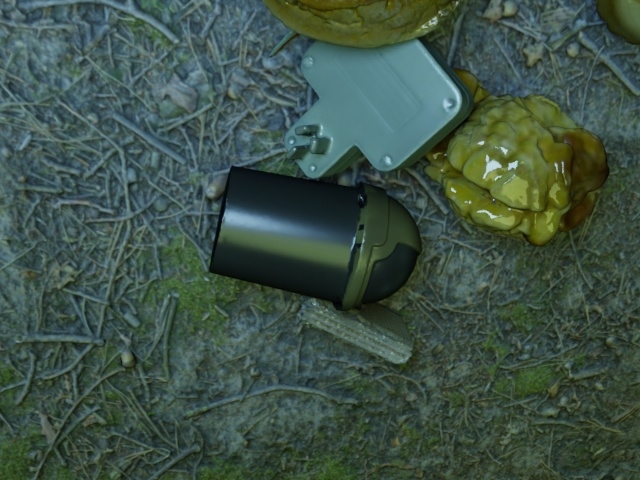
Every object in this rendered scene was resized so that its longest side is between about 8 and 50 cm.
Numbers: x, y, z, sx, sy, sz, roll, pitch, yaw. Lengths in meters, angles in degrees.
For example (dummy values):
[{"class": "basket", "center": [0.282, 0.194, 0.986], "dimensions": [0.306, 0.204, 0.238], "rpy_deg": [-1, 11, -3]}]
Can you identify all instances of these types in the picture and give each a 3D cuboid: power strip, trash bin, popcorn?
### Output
[{"class": "power strip", "center": [0.055, -0.201, 1.047], "dimensions": [0.261, 0.141, 0.229], "rpy_deg": [-41, 80, 26]}, {"class": "trash bin", "center": [0.000, 0.000, 1.143], "dimensions": [0.334, 0.214, 0.214], "rpy_deg": [11, 114, -11]}, {"class": "popcorn", "center": [0.287, -0.124, 1.116], "dimensions": [0.332, 0.265, 0.225], "rpy_deg": [41, 131, -1]}]

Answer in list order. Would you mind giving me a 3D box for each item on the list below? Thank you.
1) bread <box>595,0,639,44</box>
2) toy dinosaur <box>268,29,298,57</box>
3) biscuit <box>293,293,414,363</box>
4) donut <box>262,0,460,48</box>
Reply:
[{"class": "bread", "center": [0.525, -0.403, 1.093], "dimensions": [0.214, 0.104, 0.213], "rpy_deg": [-6, 118, -11]}, {"class": "toy dinosaur", "center": [0.005, -0.338, 1.063], "dimensions": [0.106, 0.044, 0.187], "rpy_deg": [-2, 142, -33]}, {"class": "biscuit", "center": [0.060, 0.141, 1.277], "dimensions": [0.239, 0.108, 0.061], "rpy_deg": [26, 110, -20]}, {"class": "donut", "center": [0.061, -0.422, 0.929], "dimensions": [0.330, 0.160, 0.329], "rpy_deg": [1, 78, -2]}]
